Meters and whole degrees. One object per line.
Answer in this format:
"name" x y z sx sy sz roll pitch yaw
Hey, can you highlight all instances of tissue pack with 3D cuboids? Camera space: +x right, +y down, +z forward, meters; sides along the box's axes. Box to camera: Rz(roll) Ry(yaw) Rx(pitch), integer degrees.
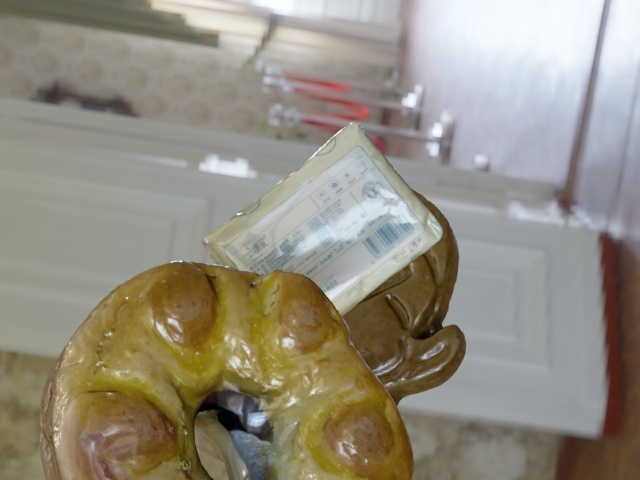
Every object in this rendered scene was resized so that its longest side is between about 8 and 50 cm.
"tissue pack" 0.000 0.000 1.612 0.196 0.148 0.092 -38 -3 -7

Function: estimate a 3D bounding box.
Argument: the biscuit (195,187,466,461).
"biscuit" 0.005 0.092 1.895 0.394 0.350 0.070 -66 -34 -24

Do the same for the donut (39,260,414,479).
"donut" -0.079 0.175 1.286 0.150 0.299 0.317 -33 41 56
